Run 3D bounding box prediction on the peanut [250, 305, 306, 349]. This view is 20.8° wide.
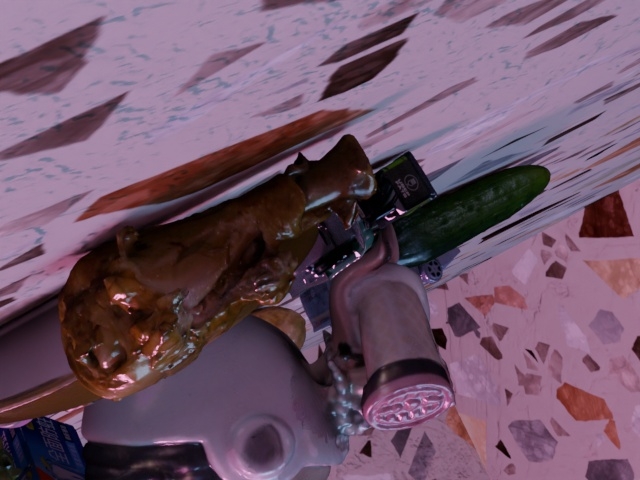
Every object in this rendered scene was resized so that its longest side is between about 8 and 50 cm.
[{"bbox_3d":[-0.094,0.135,2.056,0.193,0.089,0.089,-28,174,32],"label":"peanut"}]

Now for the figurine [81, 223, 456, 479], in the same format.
[{"bbox_3d":[-0.051,0.144,1.600,0.361,0.211,0.253,-28,163,3],"label":"figurine"}]

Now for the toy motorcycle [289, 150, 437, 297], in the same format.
[{"bbox_3d":[0.000,0.000,1.274,0.100,0.058,0.173,-29,176,-40],"label":"toy motorcycle"}]

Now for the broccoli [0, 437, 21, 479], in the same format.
[{"bbox_3d":[-0.317,0.259,1.442,0.275,0.397,0.353,15,139,-15],"label":"broccoli"}]

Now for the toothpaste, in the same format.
[{"bbox_3d":[-0.241,0.262,1.622,0.066,0.076,0.320,-61,-151,11],"label":"toothpaste"}]

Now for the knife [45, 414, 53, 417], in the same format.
[{"bbox_3d":[-0.310,0.199,1.992,0.244,0.032,0.058,-31,172,7],"label":"knife"}]

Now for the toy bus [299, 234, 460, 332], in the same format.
[{"bbox_3d":[0.059,0.030,1.763,0.190,0.075,0.064,-23,176,-42],"label":"toy bus"}]

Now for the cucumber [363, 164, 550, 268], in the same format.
[{"bbox_3d":[0.124,-0.019,1.724,0.250,0.056,0.056,-25,175,-26],"label":"cucumber"}]

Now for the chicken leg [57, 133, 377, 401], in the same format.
[{"bbox_3d":[-0.060,0.009,0.983,0.207,0.085,0.101,-35,163,2],"label":"chicken leg"}]

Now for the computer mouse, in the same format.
[{"bbox_3d":[-0.138,0.063,1.158,0.310,0.072,0.158,-27,173,23],"label":"computer mouse"}]
